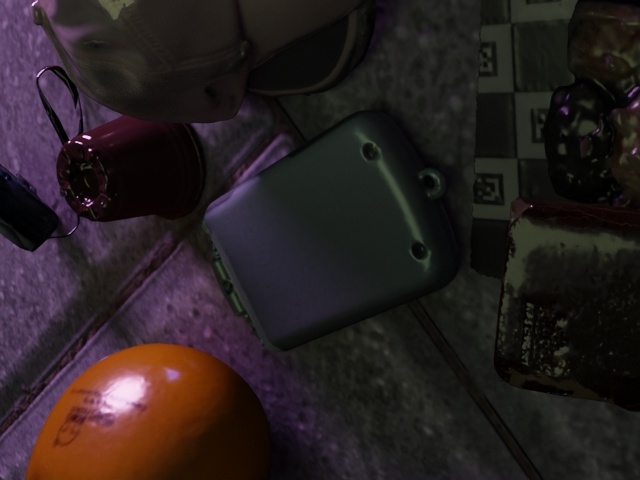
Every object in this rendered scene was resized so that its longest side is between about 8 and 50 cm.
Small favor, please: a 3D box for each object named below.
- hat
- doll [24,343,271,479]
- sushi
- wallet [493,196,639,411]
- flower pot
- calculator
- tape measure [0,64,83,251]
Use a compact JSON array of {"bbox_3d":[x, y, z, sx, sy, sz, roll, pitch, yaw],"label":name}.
[{"bbox_3d":[-0.086,-0.190,0.564,0.275,0.161,0.232,-17,100,38],"label":"hat"},{"bbox_3d":[-0.129,0.207,0.748,0.213,0.213,0.236,6,149,37],"label":"doll"},{"bbox_3d":[0.163,-0.055,0.484,0.192,0.050,0.215,12,114,35],"label":"sushi"},{"bbox_3d":[0.214,0.046,0.451,0.232,0.031,0.122,6,109,16],"label":"wallet"},{"bbox_3d":[-0.169,-0.061,0.721,0.111,0.089,0.111,15,116,34],"label":"flower pot"},{"bbox_3d":[0.000,0.000,0.639,0.246,0.045,0.141,-28,88,42],"label":"calculator"},{"bbox_3d":[-0.280,-0.081,0.840,0.107,0.104,0.180,31,92,53],"label":"tape measure"}]
